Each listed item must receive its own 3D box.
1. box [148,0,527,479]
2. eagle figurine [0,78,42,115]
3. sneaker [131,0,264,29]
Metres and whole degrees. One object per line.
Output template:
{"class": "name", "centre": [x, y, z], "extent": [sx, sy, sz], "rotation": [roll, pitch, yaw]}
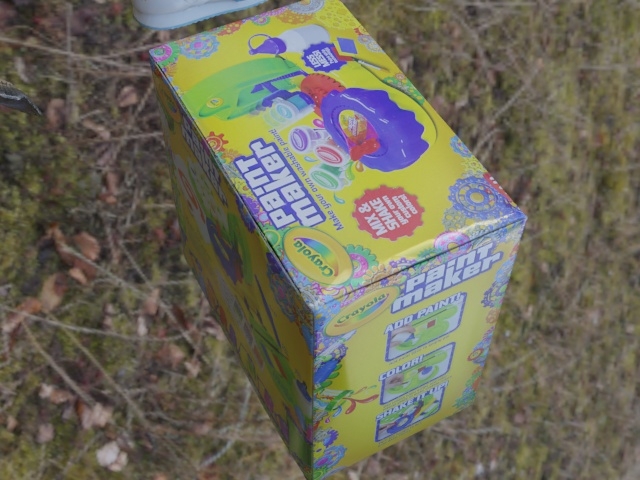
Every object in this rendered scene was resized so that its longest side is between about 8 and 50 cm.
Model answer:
{"class": "box", "centre": [0.000, 0.000, 0.784], "extent": [0.177, 0.290, 0.279], "rotation": [-22, 146, -17]}
{"class": "eagle figurine", "centre": [-0.592, -0.282, 1.503], "extent": [0.298, 0.225, 0.226], "rotation": [-61, 170, -60]}
{"class": "sneaker", "centre": [-0.120, -0.330, 1.084], "extent": [0.229, 0.087, 0.092], "rotation": [-28, 145, -22]}
